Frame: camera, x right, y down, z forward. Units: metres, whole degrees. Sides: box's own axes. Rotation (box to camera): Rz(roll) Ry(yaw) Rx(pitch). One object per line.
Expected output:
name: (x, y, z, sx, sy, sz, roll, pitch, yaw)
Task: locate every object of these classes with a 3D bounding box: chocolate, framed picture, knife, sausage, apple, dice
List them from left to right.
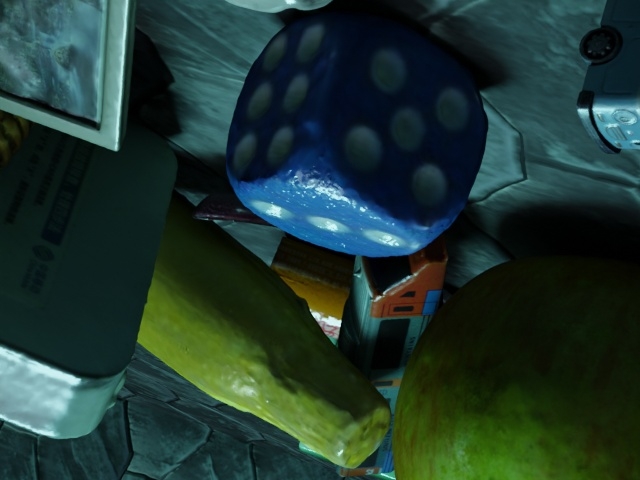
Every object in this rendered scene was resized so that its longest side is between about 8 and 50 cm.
framed picture: (-0.231, -0.206, 0.956, 0.240, 0.020, 0.324, 21, 142, 3)
chocolate: (-0.109, 0.076, 1.467, 0.445, 0.162, 0.162, 36, 171, 25)
knife: (0.000, -0.002, 1.474, 0.278, 0.053, 0.123, 21, 177, -20)
dice: (0.024, -0.076, 1.049, 0.146, 0.143, 0.146, 26, 163, -30)
sausage: (0.089, 0.087, 1.592, 0.312, 0.093, 0.093, 19, 164, 8)
apple: (0.234, 0.180, 1.284, 0.339, 0.339, 0.339, 20, 164, 6)

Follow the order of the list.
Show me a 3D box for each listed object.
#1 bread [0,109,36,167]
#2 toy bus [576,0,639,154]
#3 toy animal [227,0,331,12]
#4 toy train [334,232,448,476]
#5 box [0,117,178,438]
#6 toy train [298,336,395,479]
bread: (-0.303, -0.142, 1.145, 0.199, 0.199, 0.104, 21, 166, 1)
toy bus: (0.187, -0.109, 0.767, 0.075, 0.123, 0.060, 6, 159, 33)
toy animal: (-0.036, -0.222, 0.624, 0.204, 0.156, 0.208, 20, 148, 16)
toy train: (0.060, 0.109, 1.453, 0.089, 0.086, 0.409, -5, 144, -9)
box: (-0.330, -0.038, 1.254, 0.396, 0.396, 0.111, 25, 123, -13)
toy train: (0.124, 0.198, 1.689, 0.301, 0.202, 0.120, 17, -178, 12)
